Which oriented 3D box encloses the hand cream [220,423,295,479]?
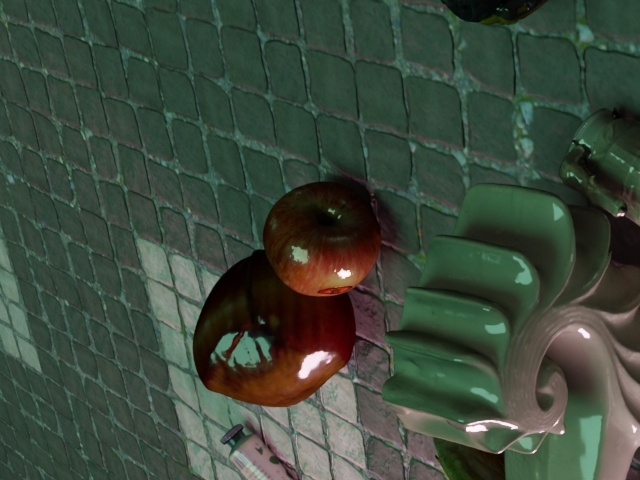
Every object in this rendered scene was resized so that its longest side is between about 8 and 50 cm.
[{"bbox_3d":[-0.055,0.409,2.057,0.276,0.059,0.095,48,144,8],"label":"hand cream"}]

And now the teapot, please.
[{"bbox_3d":[0.312,-0.038,1.185,0.200,0.107,0.077,39,143,28],"label":"teapot"}]

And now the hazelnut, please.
[{"bbox_3d":[-0.059,0.111,1.716,0.229,0.229,0.229,32,138,35],"label":"hazelnut"}]

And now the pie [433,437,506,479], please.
[{"bbox_3d":[0.236,0.325,1.480,0.302,0.067,0.302,49,-179,-1],"label":"pie"}]

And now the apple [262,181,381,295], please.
[{"bbox_3d":[0.000,0.000,1.595,0.146,0.146,0.131,47,150,18],"label":"apple"}]

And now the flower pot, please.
[{"bbox_3d":[0.224,0.130,1.255,0.164,0.254,0.367,8,152,48],"label":"flower pot"}]

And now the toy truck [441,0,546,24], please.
[{"bbox_3d":[0.133,-0.293,1.216,0.224,0.147,0.165,50,169,10],"label":"toy truck"}]
